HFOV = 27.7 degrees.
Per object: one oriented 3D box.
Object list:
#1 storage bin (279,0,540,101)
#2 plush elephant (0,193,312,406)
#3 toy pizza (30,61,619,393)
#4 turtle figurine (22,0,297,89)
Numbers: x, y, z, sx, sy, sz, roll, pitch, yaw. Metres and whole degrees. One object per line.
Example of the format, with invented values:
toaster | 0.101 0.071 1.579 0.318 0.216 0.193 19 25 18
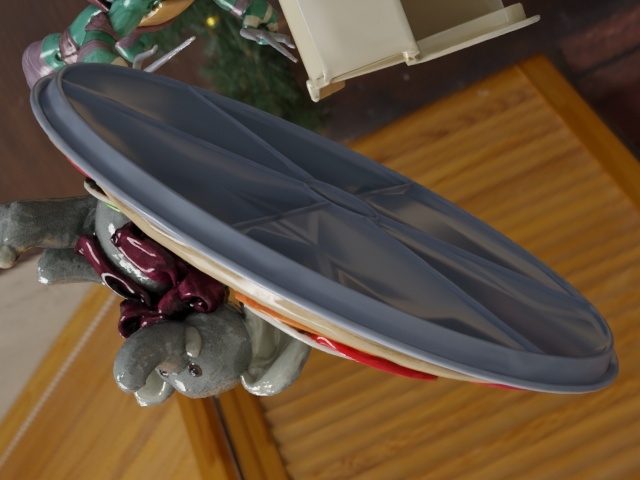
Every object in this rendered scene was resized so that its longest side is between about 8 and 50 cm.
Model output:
storage bin | 0.013 -0.223 0.724 0.123 0.260 0.262 -20 97 7
plush elephant | -0.162 0.059 1.372 0.272 0.255 0.330 -21 166 33
toy pizza | 0.000 0.000 0.414 0.201 0.201 0.032 18 106 -32
turtle figurine | -0.110 -0.154 0.883 0.175 0.234 0.118 -22 98 -35
